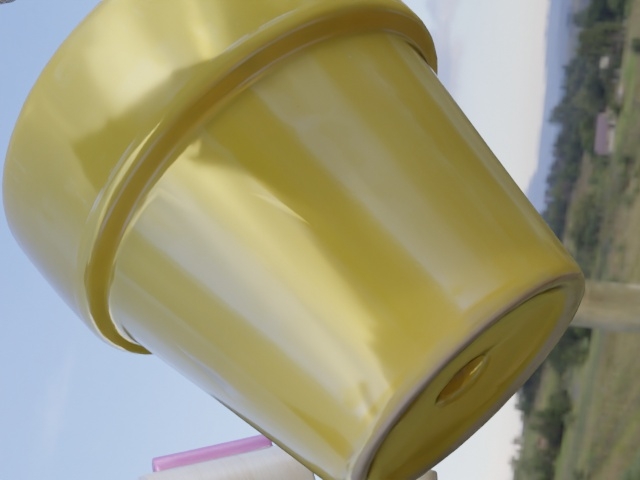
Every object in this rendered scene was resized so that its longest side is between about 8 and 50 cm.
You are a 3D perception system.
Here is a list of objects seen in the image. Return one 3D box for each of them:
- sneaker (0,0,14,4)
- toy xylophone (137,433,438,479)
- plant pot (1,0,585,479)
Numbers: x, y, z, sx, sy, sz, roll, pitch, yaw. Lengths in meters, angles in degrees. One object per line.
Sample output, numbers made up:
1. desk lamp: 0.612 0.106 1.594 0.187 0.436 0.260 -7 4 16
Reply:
1. sneaker: -0.187 -0.111 0.390 0.257 0.447 0.169 99 156 -56
2. toy xylophone: -0.009 0.281 0.746 0.081 0.236 0.322 113 152 -58
3. plant pot: 0.000 0.000 0.583 0.254 0.239 0.254 -36 -25 -20
